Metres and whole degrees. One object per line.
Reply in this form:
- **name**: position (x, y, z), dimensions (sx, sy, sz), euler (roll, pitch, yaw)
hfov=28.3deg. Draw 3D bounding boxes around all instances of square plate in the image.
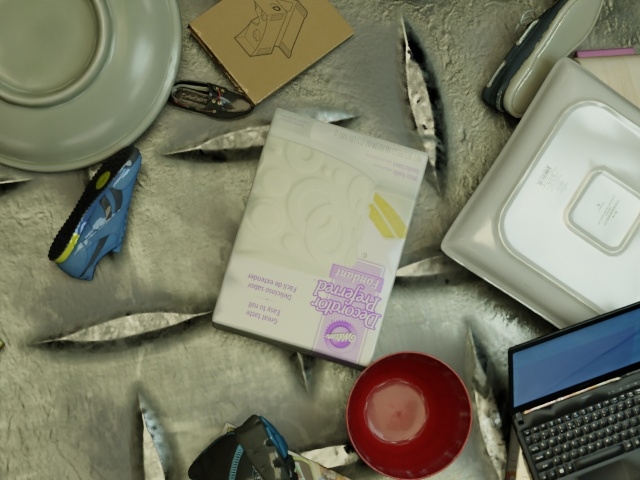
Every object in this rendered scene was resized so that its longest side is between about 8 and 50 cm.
- **square plate**: position (0.406, -0.038, 1.842), dimensions (0.344, 0.049, 0.347), euler (34, 83, -5)

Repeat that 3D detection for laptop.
- **laptop**: position (0.396, 0.241, 1.765), dimensions (0.234, 0.136, 0.264), euler (-19, 83, -7)

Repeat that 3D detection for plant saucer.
- **plant saucer**: position (-0.403, -0.299, 1.835), dimensions (0.400, 0.100, 0.400), euler (0, 92, 1)

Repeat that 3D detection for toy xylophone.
- **toy xylophone**: position (0.485, -0.145, 1.934), dimensions (0.236, 0.081, 0.322), euler (4, 80, -4)

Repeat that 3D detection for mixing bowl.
- **mixing bowl**: position (0.117, 0.249, 1.825), dimensions (0.181, 0.098, 0.181), euler (1, 85, -9)

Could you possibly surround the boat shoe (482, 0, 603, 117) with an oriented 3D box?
- **boat shoe**: position (0.342, -0.304, 1.942), dimensions (0.079, 0.095, 0.254), euler (34, 92, 42)

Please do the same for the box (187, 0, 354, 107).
- **box**: position (-0.075, -0.321, 1.934), dimensions (0.201, 0.021, 0.164), euler (-38, 85, -17)

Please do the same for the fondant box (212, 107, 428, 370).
- **fondant box**: position (0.000, 0.000, 1.864), dimensions (0.238, 0.096, 0.330), euler (16, 81, -2)

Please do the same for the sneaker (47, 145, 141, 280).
- **sneaker**: position (-0.311, -0.038, 1.859), dimensions (0.082, 0.069, 0.209), euler (34, 86, -30)

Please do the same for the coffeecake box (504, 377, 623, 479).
- **coffeecake box**: position (0.355, 0.284, 1.859), dimensions (0.142, 0.068, 0.185), euler (9, 81, -4)

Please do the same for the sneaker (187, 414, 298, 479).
- **sneaker**: position (-0.062, 0.413, 1.727), dimensions (0.139, 0.125, 0.341), euler (-30, 62, 5)

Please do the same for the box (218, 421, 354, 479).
- **box**: position (-0.065, 0.355, 1.829), dimensions (0.207, 0.036, 0.114), euler (24, 80, 0)

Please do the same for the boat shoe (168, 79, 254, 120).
- **boat shoe**: position (-0.164, -0.211, 1.913), dimensions (0.133, 0.042, 0.049), euler (9, 77, -5)

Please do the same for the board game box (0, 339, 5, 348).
- **board game box**: position (-0.595, 0.114, 1.826), dimensions (0.259, 0.039, 0.124), euler (39, 79, 0)
